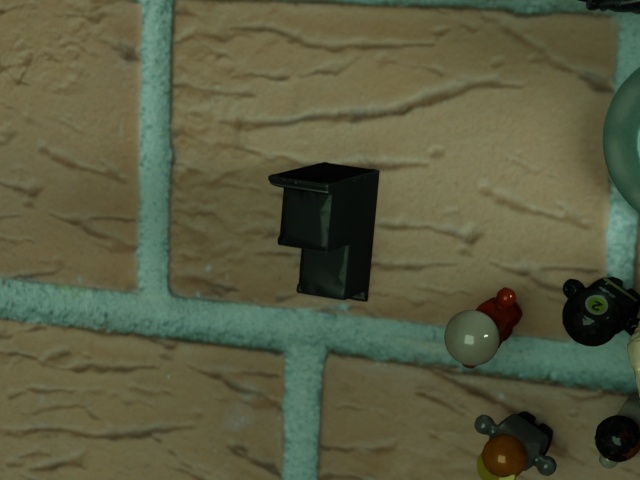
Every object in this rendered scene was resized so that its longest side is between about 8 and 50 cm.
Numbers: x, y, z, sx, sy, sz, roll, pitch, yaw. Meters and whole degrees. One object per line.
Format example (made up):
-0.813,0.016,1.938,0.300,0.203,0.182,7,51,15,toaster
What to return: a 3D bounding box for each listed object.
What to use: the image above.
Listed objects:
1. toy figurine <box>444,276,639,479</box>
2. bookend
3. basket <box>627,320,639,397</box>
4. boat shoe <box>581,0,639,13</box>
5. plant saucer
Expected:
0.251,0.148,1.701,0.213,0.148,0.209,-10,94,24,toy figurine
0.000,0.000,1.782,0.072,0.156,0.157,9,102,22,bookend
0.492,0.181,1.541,0.331,0.266,0.328,-12,94,26,basket
0.306,-0.297,1.600,0.500,0.187,0.156,48,118,16,boat shoe
0.387,-0.102,1.667,0.195,0.037,0.195,4,99,23,plant saucer
